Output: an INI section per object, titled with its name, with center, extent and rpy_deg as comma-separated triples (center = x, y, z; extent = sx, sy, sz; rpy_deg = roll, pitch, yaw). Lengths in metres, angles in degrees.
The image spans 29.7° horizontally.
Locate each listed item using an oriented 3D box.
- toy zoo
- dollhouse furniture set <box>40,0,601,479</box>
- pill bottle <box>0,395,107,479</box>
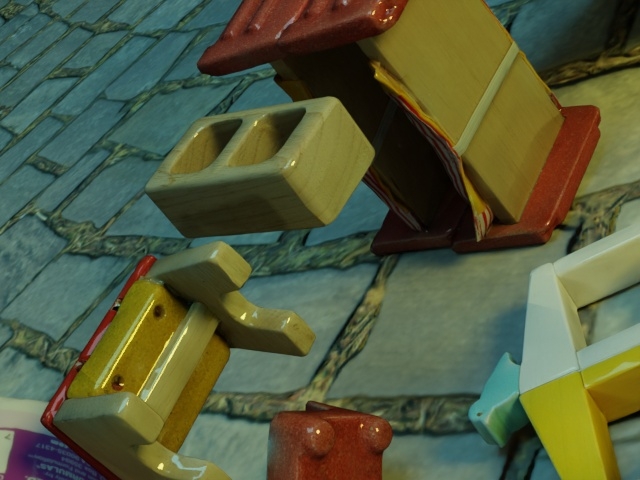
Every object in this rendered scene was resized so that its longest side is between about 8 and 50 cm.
[toy zoo]
center = 0.206, 0.035, 0.565
extent = 0.293, 0.030, 0.192
rpy_deg = -27, 28, 17
[dollhouse furniture set]
center = 0.000, 0.000, 0.694
extent = 0.152, 0.201, 0.374
rpy_deg = -4, 48, 46
[pill bottle]
center = -0.160, 0.221, 0.547
extent = 0.169, 0.169, 0.301
rpy_deg = -30, 28, 11
